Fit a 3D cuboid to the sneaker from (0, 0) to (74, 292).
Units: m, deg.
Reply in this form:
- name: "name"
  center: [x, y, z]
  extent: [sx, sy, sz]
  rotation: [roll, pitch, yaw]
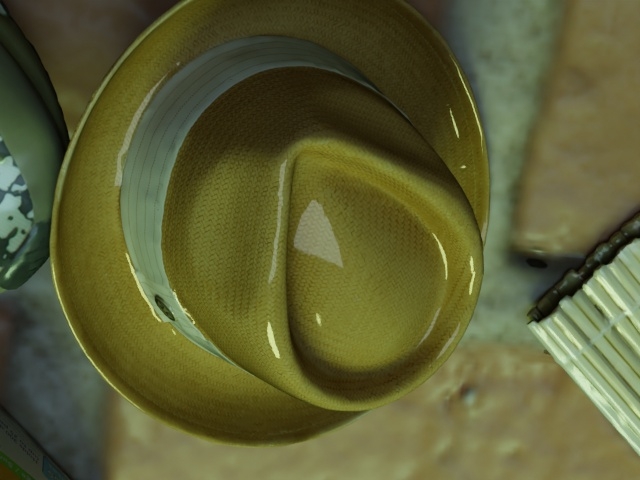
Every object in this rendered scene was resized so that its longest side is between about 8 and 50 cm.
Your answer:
- name: "sneaker"
  center: [-0.265, -0.089, 0.486]
  extent: [0.410, 0.182, 0.158]
  rotation: [33, 102, -14]

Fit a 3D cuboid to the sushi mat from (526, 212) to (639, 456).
- name: "sushi mat"
  center: [0.239, 0.096, 0.675]
  extent: [0.151, 0.019, 0.316]
  rotation: [-39, 107, 9]

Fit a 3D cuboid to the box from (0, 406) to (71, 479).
- name: "box"
  center: [-0.195, 0.153, 0.612]
  extent: [0.203, 0.103, 0.114]
  rotation: [-40, 107, 8]

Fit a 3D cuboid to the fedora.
- name: "fedora"
  center: [0.000, 0.000, 0.564]
  extent: [0.194, 0.079, 0.194]
  rotation: [-11, 114, -26]
